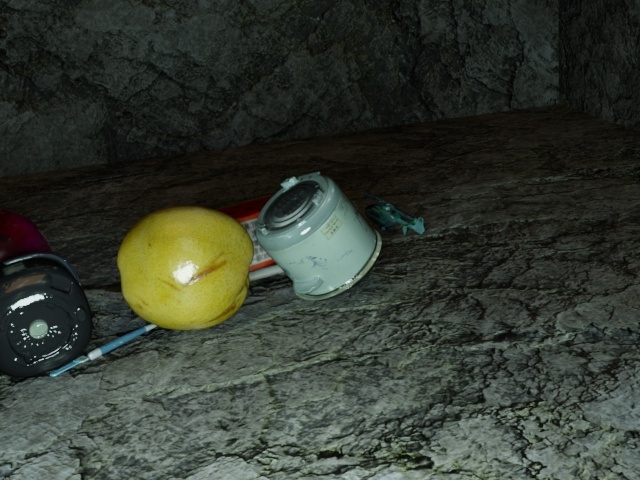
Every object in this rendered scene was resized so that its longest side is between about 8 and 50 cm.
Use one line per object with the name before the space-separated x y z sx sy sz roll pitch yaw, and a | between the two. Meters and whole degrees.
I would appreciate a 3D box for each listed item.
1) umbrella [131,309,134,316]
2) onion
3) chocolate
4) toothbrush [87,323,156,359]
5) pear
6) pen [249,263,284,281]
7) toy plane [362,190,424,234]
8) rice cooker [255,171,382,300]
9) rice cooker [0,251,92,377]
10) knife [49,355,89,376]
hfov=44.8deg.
umbrella | -0.490 0.142 2.070 0.044 0.044 0.269 16 24 -16
onion | -0.843 0.058 1.951 0.348 0.347 0.385 -10 21 -11
chocolate | -0.200 -0.020 2.190 0.360 0.161 0.341 -19 13 -30
toothbrush | -0.434 0.218 1.837 0.025 0.019 0.276 4 21 42
pear | -0.315 0.064 1.822 0.314 0.314 0.314 -6 19 2
pen | -0.157 0.088 2.112 0.233 0.032 0.040 -13 3 -24
toy plane | 0.217 -0.071 2.361 0.235 0.096 0.060 28 37 29
rice cooker | 0.000 0.000 1.933 0.264 0.316 0.317 -12 12 39
rice cooker | -0.635 0.162 1.716 0.267 0.267 0.224 -16 20 -27
knife | -0.557 0.277 1.719 0.027 0.010 0.096 8 24 36
